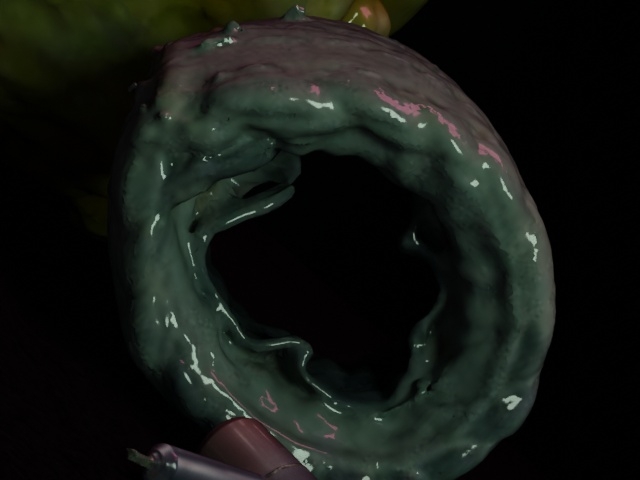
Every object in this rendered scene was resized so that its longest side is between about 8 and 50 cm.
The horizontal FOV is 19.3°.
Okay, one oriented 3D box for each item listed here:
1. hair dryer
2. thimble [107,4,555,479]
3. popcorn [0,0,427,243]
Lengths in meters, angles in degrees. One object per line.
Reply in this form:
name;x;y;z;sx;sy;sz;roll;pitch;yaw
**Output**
hair dryer;-0.043;0.092;0.741;0.063;0.037;0.114;42;8;36
thimble;0.000;0.000;0.933;0.250;0.205;0.172;50;8;-13
popcorn;-0.110;-0.147;1.073;0.334;0.293;0.292;-25;-90;54
